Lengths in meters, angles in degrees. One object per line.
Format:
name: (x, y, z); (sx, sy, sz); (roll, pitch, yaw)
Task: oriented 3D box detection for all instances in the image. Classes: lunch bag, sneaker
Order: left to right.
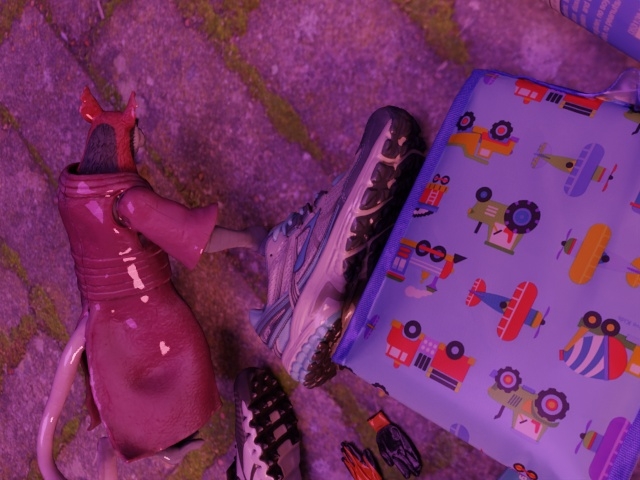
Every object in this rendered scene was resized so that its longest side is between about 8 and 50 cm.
sneaker: (-0.069, 0.260, 0.653); (0.106, 0.078, 0.235); (-17, 90, 29)
sneaker: (0.000, 0.000, 0.559); (0.122, 0.110, 0.283); (32, 112, 27)
lunch bag: (0.175, 0.008, 0.454); (0.220, 0.138, 0.294); (26, 100, 29)

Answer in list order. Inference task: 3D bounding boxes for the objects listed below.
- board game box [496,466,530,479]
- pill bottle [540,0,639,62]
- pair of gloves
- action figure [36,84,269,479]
board game box: (0.203, 0.361, 0.407); (0.336, 0.079, 0.254); (40, 95, 30)
pill bottle: (0.195, -0.223, 0.383); (0.272, 0.152, 0.152); (43, 116, 20)
pair of gloves: (0.061, 0.225, 0.608); (0.074, 0.010, 0.083); (49, 115, 18)
action figure: (-0.217, 0.030, 0.613); (0.247, 0.275, 0.371); (9, 115, 36)
